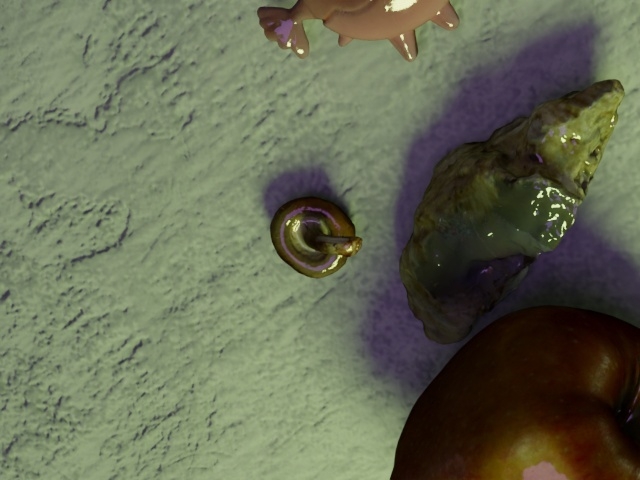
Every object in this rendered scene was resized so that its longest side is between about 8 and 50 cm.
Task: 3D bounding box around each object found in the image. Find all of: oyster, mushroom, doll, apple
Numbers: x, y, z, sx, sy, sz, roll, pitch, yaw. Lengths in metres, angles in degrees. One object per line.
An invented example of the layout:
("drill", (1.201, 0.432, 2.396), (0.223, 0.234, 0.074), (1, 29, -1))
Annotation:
("oyster", (0.183, -0.026, 1.240), (0.341, 0.110, 0.166), (-40, 87, 35))
("mushroom", (0.007, 0.000, 1.314), (0.129, 0.072, 0.088), (15, 97, 47))
("doll", (0.050, -0.277, 1.212), (0.262, 0.093, 0.211), (-39, 96, 22))
("apple", (0.226, 0.222, 1.213), (0.288, 0.288, 0.317), (48, 126, -2))
